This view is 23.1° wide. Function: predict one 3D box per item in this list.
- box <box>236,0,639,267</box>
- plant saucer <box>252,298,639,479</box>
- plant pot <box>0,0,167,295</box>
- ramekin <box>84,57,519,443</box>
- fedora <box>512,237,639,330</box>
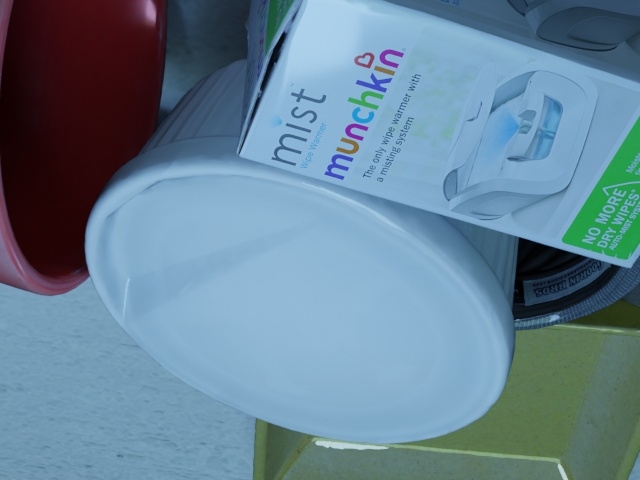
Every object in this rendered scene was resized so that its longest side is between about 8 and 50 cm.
[{"bbox_3d":[0.083,-0.138,0.880,0.231,0.262,0.127,16,132,-12],"label":"box"},{"bbox_3d":[0.111,0.134,1.362,0.332,0.081,0.333,5,141,-1],"label":"plant saucer"},{"bbox_3d":[-0.251,-0.118,0.968,0.243,0.275,0.275,8,142,13],"label":"plant pot"},{"bbox_3d":[0.000,0.000,0.977,0.273,0.127,0.273,14,145,10],"label":"ramekin"},{"bbox_3d":[0.127,-0.054,1.093,0.243,0.124,0.275,-4,143,13],"label":"fedora"}]
